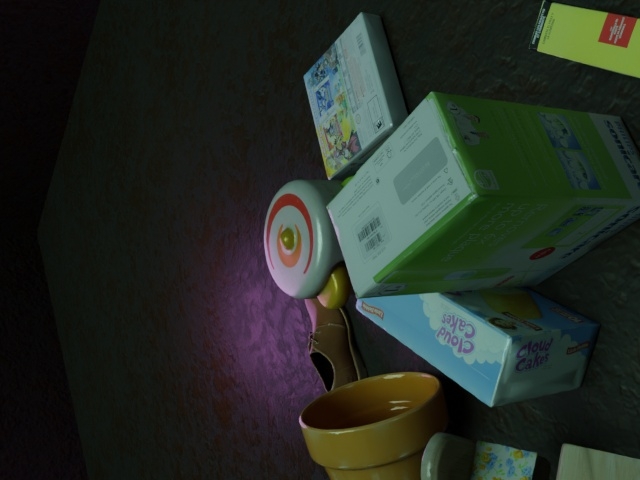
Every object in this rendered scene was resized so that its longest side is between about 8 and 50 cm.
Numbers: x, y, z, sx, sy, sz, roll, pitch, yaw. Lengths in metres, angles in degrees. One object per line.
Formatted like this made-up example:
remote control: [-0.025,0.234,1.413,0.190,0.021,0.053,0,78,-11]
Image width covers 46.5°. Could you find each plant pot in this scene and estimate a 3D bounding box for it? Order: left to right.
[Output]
plant pot: [0.093,0.310,1.047,0.205,0.205,0.188,-7,100,56]

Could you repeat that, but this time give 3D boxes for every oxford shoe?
oxford shoe: [0.009,0.164,1.260,0.076,0.076,0.212,-58,44,42]

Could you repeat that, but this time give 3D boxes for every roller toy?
roller toy: [0.000,0.000,1.203,0.191,0.146,0.209,5,95,57]

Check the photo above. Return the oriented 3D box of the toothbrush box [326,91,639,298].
toothbrush box: [0.184,-0.039,0.803,0.206,0.283,0.122,-45,56,47]

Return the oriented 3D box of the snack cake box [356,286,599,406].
snack cake box: [0.183,0.094,0.926,0.264,0.152,0.089,32,117,51]

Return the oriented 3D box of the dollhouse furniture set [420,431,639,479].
dollhouse furniture set: [0.214,0.373,0.615,0.362,0.256,0.394,3,73,40]

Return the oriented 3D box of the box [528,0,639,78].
box: [0.331,-0.195,0.759,0.232,0.087,0.058,39,122,50]

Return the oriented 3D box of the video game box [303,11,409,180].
video game box: [0.054,-0.227,1.207,0.187,0.048,0.205,-34,63,49]
